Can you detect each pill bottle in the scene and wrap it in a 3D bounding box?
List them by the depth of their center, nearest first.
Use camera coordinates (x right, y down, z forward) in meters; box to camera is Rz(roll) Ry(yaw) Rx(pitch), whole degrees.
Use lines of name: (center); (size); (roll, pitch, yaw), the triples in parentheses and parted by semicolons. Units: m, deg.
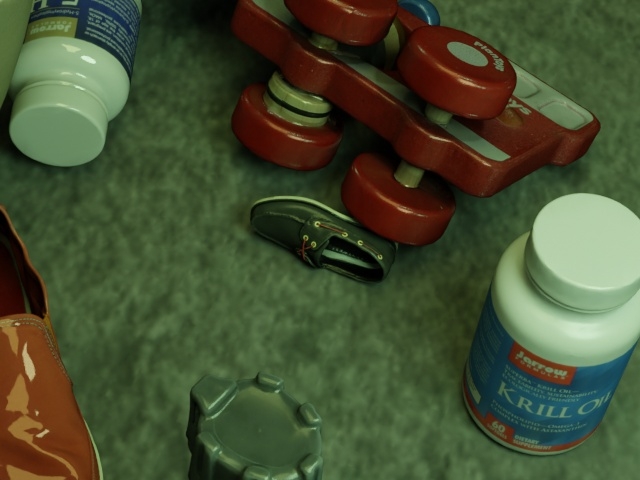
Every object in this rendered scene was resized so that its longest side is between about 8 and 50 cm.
pill bottle: (0.188, 0.065, 1.404); (0.124, 0.221, 0.124); (3, 53, -4)
pill bottle: (-0.222, -0.164, 1.593); (0.112, 0.112, 0.187); (5, 53, -3)

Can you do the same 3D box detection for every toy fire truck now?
toy fire truck: (0.079, -0.143, 1.602); (0.302, 0.169, 0.254); (35, 30, 19)

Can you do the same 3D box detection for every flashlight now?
flashlight: (-0.044, 0.208, 1.218); (0.103, 0.304, 0.103); (-4, 55, -11)

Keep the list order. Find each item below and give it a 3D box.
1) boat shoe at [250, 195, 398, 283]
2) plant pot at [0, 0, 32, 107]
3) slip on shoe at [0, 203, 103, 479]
boat shoe: (0.000, -0.001, 1.538); (0.133, 0.049, 0.042); (19, 45, 2)
plant pot: (-0.355, -0.165, 1.476); (0.256, 0.274, 0.257); (3, 52, -5)
slip on shoe: (-0.250, 0.105, 1.398); (0.123, 0.101, 0.331); (-10, 57, -16)
